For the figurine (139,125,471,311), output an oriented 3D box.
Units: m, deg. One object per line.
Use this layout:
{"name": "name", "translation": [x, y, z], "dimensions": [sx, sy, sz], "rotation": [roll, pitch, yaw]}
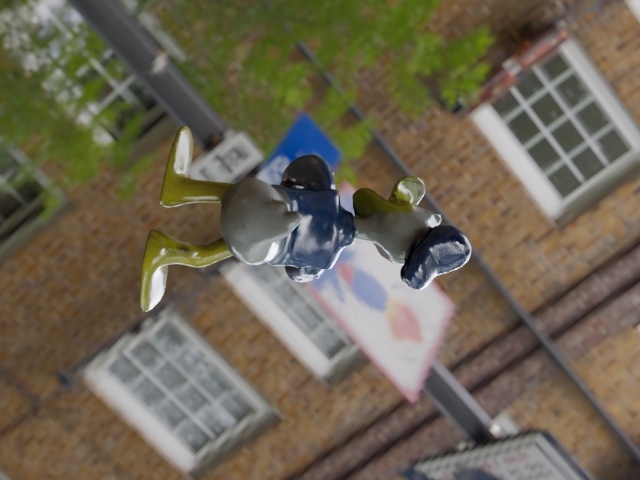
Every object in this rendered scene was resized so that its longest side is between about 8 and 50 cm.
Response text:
{"name": "figurine", "translation": [0.000, 0.000, 1.728], "dimensions": [0.283, 0.338, 0.204], "rotation": [-6, 105, -79]}
